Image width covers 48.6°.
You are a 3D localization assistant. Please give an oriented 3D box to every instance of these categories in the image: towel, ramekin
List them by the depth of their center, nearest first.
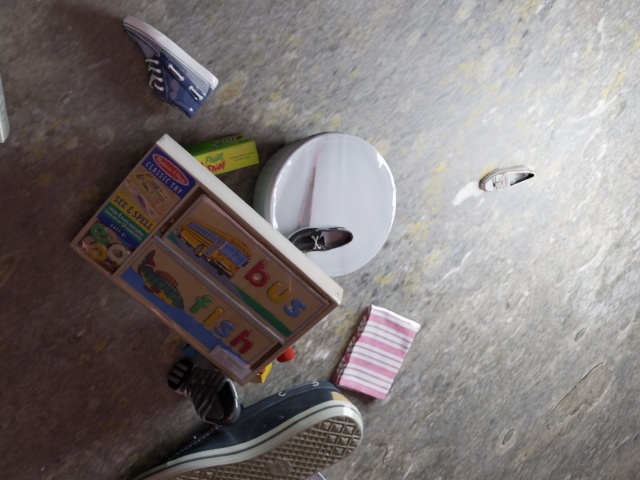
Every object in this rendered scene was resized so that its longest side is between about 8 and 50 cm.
[{"bbox_3d":[-0.003,-0.072,1.336,0.273,0.127,0.273,-7,103,-30],"label":"ramekin"},{"bbox_3d":[0.127,0.250,1.566,0.144,0.029,0.197,23,96,-28],"label":"towel"}]

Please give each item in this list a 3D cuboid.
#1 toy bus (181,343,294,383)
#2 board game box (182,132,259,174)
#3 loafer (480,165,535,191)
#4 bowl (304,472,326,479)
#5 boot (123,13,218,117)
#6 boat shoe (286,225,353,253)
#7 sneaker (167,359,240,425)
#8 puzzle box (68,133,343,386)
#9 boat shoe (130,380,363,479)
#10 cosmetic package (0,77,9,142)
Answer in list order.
[{"bbox_3d":[-0.149,0.176,1.381,0.191,0.104,0.202,45,114,-6],"label":"toy bus"},{"bbox_3d":[-0.211,-0.143,1.261,0.181,0.092,0.043,-17,112,-17],"label":"board game box"},{"bbox_3d":[0.414,-0.136,1.561,0.125,0.039,0.045,-19,113,-17],"label":"loafer"},{"bbox_3d":[-0.049,0.570,1.578,0.142,0.053,0.142,-36,117,-9],"label":"bowl"},{"bbox_3d":[-0.268,-0.291,1.202,0.190,0.069,0.086,35,88,-30],"label":"boot"},{"bbox_3d":[0.000,0.000,1.254,0.125,0.038,0.046,-7,103,-29],"label":"boat shoe"},{"bbox_3d":[-0.187,0.304,1.346,0.086,0.228,0.132,-53,126,-12],"label":"sneaker"},{"bbox_3d":[-0.196,0.048,1.228,0.409,0.052,0.272,41,115,-12],"label":"puzzle box"},{"bbox_3d":[-0.158,0.430,1.437,0.500,0.156,0.187,-25,120,-2],"label":"boat shoe"},{"bbox_3d":[-0.550,-0.293,1.037,0.129,0.153,0.296,-9,108,-19],"label":"cosmetic package"}]
